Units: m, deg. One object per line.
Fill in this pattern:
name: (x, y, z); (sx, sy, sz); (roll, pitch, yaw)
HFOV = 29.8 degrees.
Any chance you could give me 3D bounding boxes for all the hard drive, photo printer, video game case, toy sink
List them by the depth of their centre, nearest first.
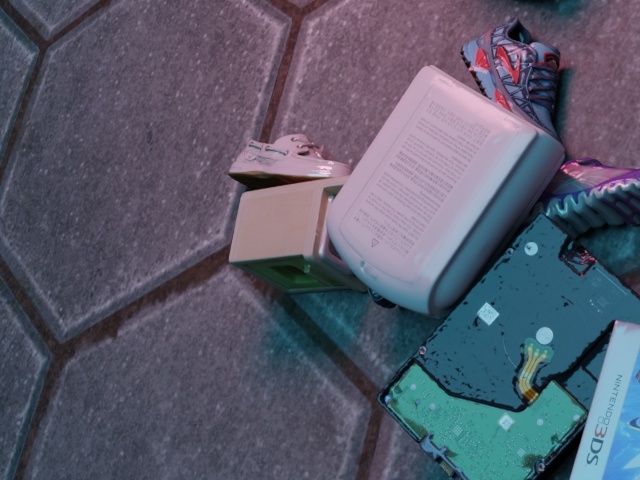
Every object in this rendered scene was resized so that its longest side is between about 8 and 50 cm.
video game case: (0.439, 0.241, 1.380); (0.269, 0.061, 0.244); (13, 78, 28)
hard drive: (0.265, 0.165, 1.566); (0.237, 0.064, 0.339); (44, 99, 25)
photo printer: (0.158, -0.060, 1.661); (0.256, 0.107, 0.307); (38, 98, 42)
toy sink: (0.000, 0.000, 1.860); (0.234, 0.153, 0.131); (-7, 64, 37)

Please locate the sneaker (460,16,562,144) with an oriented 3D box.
sneaker: (0.300, -0.236, 1.762); (0.125, 0.104, 0.262); (-37, 49, 17)

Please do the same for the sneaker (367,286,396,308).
sneaker: (0.164, 0.066, 1.734); (0.163, 0.086, 0.226); (-48, 50, 16)

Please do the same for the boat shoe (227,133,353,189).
boat shoe: (-0.045, -0.135, 2.004); (0.277, 0.098, 0.096); (9, 75, 44)

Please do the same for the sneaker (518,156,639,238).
sneaker: (0.376, -0.071, 1.624); (0.236, 0.095, 0.104); (-16, 51, 35)
